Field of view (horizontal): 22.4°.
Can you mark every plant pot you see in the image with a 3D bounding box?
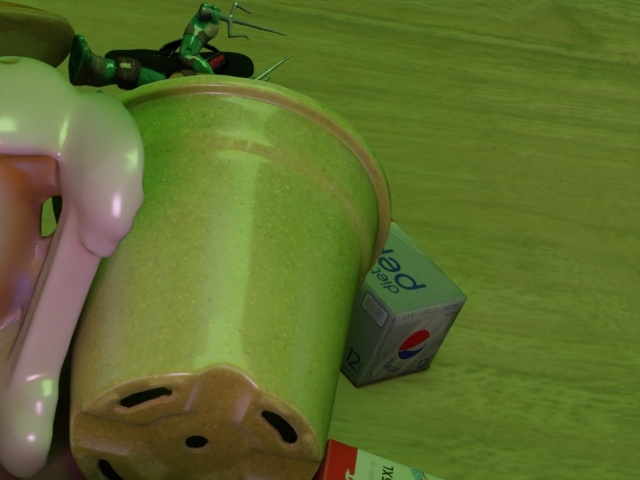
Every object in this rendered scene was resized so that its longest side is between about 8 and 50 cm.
[{"bbox_3d":[-0.082,0.061,1.216,0.276,0.276,0.254,16,44,-14],"label":"plant pot"}]

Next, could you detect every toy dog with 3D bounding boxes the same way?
[{"bbox_3d":[-0.369,-0.058,1.118,0.408,0.284,0.395,11,36,-26],"label":"toy dog"}]

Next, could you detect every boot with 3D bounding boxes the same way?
[{"bbox_3d":[-0.404,-0.232,1.541,0.295,0.104,0.211,-10,46,-36],"label":"boot"}]

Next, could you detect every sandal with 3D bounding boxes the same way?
[{"bbox_3d":[-0.142,-0.188,1.706,0.179,0.040,0.067,-2,41,-35],"label":"sandal"}]

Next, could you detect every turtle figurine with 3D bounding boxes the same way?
[{"bbox_3d":[-0.123,-0.151,1.597,0.234,0.118,0.175,-5,35,-26],"label":"turtle figurine"}]

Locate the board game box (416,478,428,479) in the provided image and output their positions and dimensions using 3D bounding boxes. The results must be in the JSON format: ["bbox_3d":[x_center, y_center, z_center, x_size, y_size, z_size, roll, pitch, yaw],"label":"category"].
[{"bbox_3d":[0.071,0.298,0.933,0.142,0.275,0.144,18,33,-10],"label":"board game box"}]

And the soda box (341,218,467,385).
[{"bbox_3d":[0.000,0.000,1.483,0.098,0.091,0.286,-9,46,-42],"label":"soda box"}]

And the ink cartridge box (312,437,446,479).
[{"bbox_3d":[0.050,0.235,1.192,0.231,0.078,0.134,20,33,-6],"label":"ink cartridge box"}]
